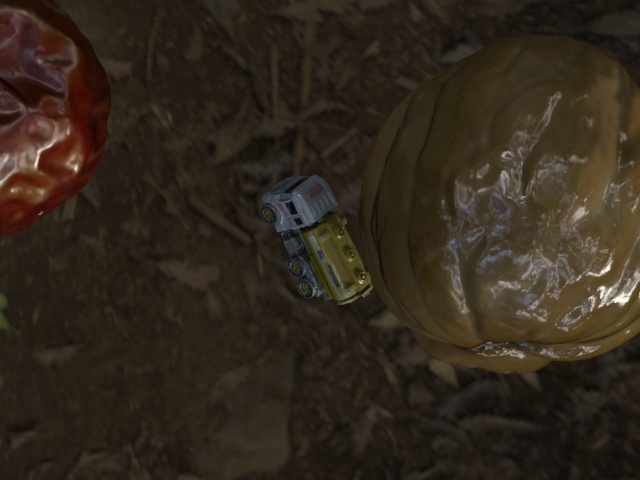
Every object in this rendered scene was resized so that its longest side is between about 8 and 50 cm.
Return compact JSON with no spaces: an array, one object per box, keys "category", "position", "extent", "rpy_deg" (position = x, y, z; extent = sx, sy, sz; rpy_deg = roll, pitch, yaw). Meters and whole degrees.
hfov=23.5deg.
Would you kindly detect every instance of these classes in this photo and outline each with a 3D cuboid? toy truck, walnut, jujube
[{"category":"toy truck","position":[0.000,0.000,1.409],"extent":[0.052,0.063,0.123],"rpy_deg":[-38,109,-42]},{"category":"walnut","position":[0.170,-0.030,1.270],"extent":[0.285,0.296,0.285],"rpy_deg":[-2,77,8]},{"category":"jujube","position":[-0.284,-0.108,1.278],"extent":[0.216,0.342,0.216],"rpy_deg":[-1,94,-16]}]
